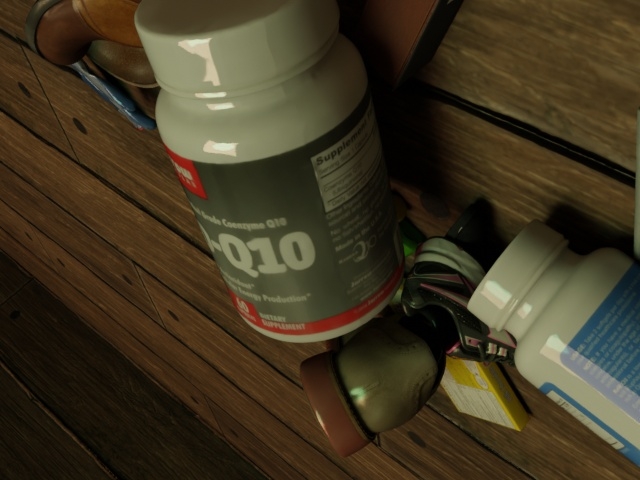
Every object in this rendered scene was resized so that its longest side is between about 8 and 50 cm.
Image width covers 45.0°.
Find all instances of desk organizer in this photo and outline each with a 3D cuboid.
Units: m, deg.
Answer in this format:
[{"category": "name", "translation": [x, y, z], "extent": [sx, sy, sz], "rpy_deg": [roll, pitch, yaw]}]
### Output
[{"category": "desk organizer", "translation": [0.066, -0.169, 0.543], "extent": [0.050, 0.047, 0.130], "rpy_deg": [45, 156, 8]}]

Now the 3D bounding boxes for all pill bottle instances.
[{"category": "pill bottle", "translation": [-0.032, -0.067, 0.609], "extent": [0.161, 0.161, 0.283], "rpy_deg": [25, 146, 39]}, {"category": "pill bottle", "translation": [0.227, 0.083, 0.580], "extent": [0.221, 0.124, 0.124], "rpy_deg": [39, 154, 16]}]

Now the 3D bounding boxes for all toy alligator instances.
[{"category": "toy alligator", "translation": [0.061, -0.013, 0.781], "extent": [0.189, 0.051, 0.056], "rpy_deg": [47, 156, -2]}]

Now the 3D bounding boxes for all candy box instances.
[{"category": "candy box", "translation": [0.153, 0.128, 0.881], "extent": [0.205, 0.027, 0.105], "rpy_deg": [56, 158, -21]}]

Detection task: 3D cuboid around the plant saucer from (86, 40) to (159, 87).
[{"category": "plant saucer", "translation": [-0.252, -0.308, 0.832], "extent": [0.311, 0.050, 0.310], "rpy_deg": [37, 154, 21]}]

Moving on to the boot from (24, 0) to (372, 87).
[{"category": "boot", "translation": [-0.122, -0.172, 0.738], "extent": [0.280, 0.096, 0.264], "rpy_deg": [38, 140, -17]}]

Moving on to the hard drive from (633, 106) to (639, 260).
[{"category": "hard drive", "translation": [0.252, -0.024, 0.498], "extent": [0.094, 0.022, 0.135], "rpy_deg": [25, 148, 38]}]

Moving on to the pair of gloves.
[{"category": "pair of gloves", "translation": [-0.286, -0.204, 1.025], "extent": [0.159, 0.023, 0.198], "rpy_deg": [45, 175, -19]}]

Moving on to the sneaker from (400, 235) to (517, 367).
[{"category": "sneaker", "translation": [0.142, 0.081, 0.675], "extent": [0.178, 0.077, 0.072], "rpy_deg": [35, 151, 3]}]

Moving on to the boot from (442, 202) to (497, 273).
[{"category": "boot", "translation": [0.155, 0.027, 0.704], "extent": [0.099, 0.045, 0.121], "rpy_deg": [38, 157, 14]}]

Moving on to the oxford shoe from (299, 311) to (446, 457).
[{"category": "oxford shoe", "translation": [0.077, 0.134, 0.809], "extent": [0.123, 0.130, 0.348], "rpy_deg": [63, -173, 2]}]
